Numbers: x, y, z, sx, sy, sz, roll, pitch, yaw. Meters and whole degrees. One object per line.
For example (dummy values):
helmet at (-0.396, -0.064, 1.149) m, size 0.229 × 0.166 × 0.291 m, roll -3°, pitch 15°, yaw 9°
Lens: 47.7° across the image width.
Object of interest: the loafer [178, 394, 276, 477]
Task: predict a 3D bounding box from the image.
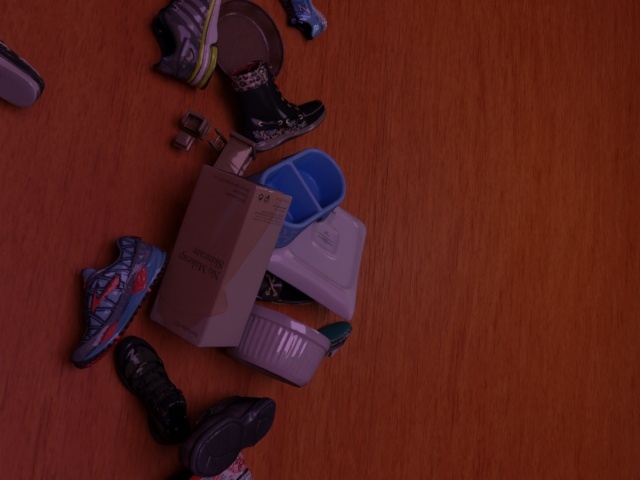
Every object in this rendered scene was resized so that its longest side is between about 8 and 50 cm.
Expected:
loafer at (-0.187, 0.356, 1.354) m, size 0.302 × 0.095 × 0.109 m, roll -7°, pitch 110°, yaw -67°

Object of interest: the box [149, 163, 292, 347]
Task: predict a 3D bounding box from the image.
box at (-0.187, 0.032, 1.356) m, size 0.121 × 0.148 × 0.311 m, roll 13°, pitch 97°, yaw -59°

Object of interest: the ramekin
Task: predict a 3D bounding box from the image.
ramekin at (-0.092, 0.215, 1.458) m, size 0.207 × 0.207 × 0.109 m, roll 32°, pitch 74°, yaw -31°

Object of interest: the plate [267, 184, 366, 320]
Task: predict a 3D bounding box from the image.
plate at (0.000, 0.000, 1.610) m, size 0.277 × 0.045 × 0.278 m, roll 34°, pitch 47°, yaw -27°

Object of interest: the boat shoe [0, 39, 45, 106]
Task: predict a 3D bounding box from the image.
boat shoe at (-0.575, -0.315, 1.233) m, size 0.219 × 0.077 × 0.070 m, roll 40°, pitch 26°, yaw -24°

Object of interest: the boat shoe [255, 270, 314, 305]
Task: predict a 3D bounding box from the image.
boat shoe at (-0.099, 0.095, 1.550) m, size 0.227 × 0.068 × 0.081 m, roll 10°, pitch 76°, yaw -38°

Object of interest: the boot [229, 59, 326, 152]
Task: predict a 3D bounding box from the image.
boot at (-0.090, -0.311, 1.581) m, size 0.236 × 0.085 × 0.179 m, roll -34°, pitch 123°, yaw -33°

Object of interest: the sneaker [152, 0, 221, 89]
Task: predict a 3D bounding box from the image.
sneaker at (-0.275, -0.464, 1.472) m, size 0.121 × 0.111 × 0.300 m, roll 6°, pitch 78°, yaw -35°

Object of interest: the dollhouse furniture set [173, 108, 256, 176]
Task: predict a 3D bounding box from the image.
dollhouse furniture set at (-0.245, -0.144, 1.481) m, size 0.160 × 0.101 × 0.182 m, roll 28°, pitch 76°, yaw 2°

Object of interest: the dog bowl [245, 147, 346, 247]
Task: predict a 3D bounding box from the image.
dog bowl at (-0.052, -0.100, 1.523) m, size 0.297 × 0.074 × 0.166 m, roll -35°, pitch 94°, yaw -48°

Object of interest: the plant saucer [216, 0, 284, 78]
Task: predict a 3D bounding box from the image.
plant saucer at (-0.168, -0.429, 1.594) m, size 0.198 × 0.036 × 0.199 m, roll 7°, pitch 80°, yaw -40°

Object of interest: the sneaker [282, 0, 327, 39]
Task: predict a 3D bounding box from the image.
sneaker at (-0.052, -0.538, 1.690) m, size 0.162 × 0.063 × 0.073 m, roll 45°, pitch 61°, yaw -24°

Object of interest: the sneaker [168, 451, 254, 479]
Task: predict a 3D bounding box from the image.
sneaker at (-0.234, 0.506, 1.365) m, size 0.270 × 0.090 × 0.145 m, roll -35°, pitch 103°, yaw -40°

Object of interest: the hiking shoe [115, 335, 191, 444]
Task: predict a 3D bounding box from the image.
hiking shoe at (-0.294, 0.274, 1.335) m, size 0.086 × 0.114 × 0.227 m, roll -34°, pitch 105°, yaw -38°

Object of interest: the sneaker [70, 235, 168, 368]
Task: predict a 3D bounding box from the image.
sneaker at (-0.390, 0.106, 1.314) m, size 0.125 × 0.104 × 0.262 m, roll 32°, pitch 61°, yaw -9°

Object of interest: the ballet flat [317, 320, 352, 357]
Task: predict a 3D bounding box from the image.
ballet flat at (-0.001, 0.243, 1.621) m, size 0.188 × 0.070 × 0.070 m, roll -24°, pitch 98°, yaw -37°
